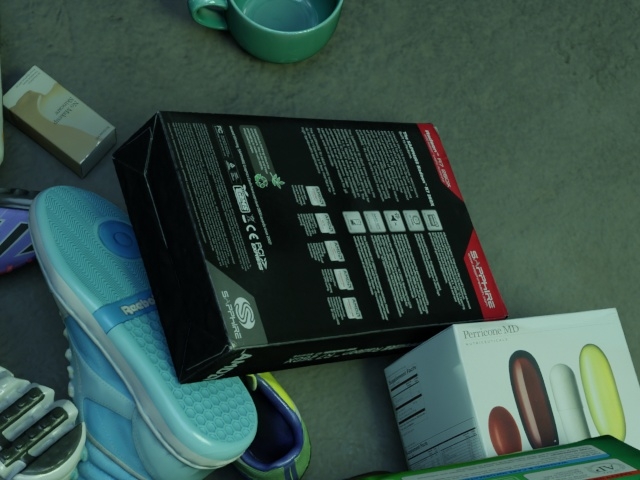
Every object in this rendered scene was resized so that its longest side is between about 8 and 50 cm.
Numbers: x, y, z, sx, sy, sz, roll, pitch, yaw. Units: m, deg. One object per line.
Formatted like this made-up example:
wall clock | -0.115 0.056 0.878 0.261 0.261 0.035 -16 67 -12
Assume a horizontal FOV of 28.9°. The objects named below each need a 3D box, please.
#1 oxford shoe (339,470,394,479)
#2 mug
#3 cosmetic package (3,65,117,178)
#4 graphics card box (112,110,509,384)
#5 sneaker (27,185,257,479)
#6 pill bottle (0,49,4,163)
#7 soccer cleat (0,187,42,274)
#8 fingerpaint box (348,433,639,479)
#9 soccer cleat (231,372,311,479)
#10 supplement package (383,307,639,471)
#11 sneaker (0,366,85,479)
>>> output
oxford shoe | -0.016 0.278 1.186 0.227 0.096 0.083 -28 78 -14
mug | -0.055 -0.266 1.370 0.157 0.097 0.129 23 70 2
cosmetic package | -0.279 -0.127 1.324 0.115 0.041 0.060 36 70 7
graphics card box | 0.000 0.000 1.194 0.371 0.094 0.233 -3 68 -45
sneaker | -0.213 0.119 1.172 0.127 0.208 0.319 -10 59 -48
pill bottle | -0.410 -0.202 1.273 0.162 0.162 0.278 -4 71 -8
soccer cleat | -0.369 0.006 1.246 0.318 0.108 0.116 -1 89 -8
fingerpaint box | 0.073 0.380 0.965 0.444 0.163 0.371 -7 95 -12
soccer cleat | -0.101 0.114 1.218 0.093 0.121 0.289 -31 77 -15
supplement package | 0.197 0.188 1.189 0.194 0.149 0.203 -5 71 -26
sneaker | -0.330 0.137 1.138 0.110 0.118 0.292 -33 64 -30
